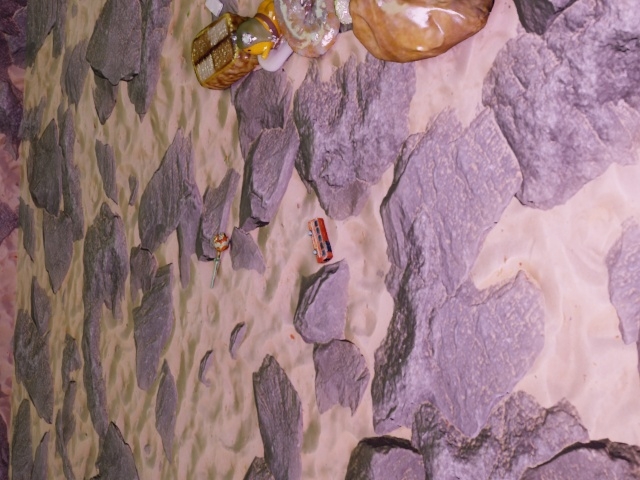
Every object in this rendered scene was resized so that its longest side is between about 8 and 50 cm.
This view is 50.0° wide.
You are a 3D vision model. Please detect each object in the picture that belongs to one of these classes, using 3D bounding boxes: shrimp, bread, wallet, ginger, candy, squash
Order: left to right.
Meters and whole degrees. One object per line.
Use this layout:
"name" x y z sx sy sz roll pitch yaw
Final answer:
"wallet" -0.317 -0.702 2.042 0.083 0.011 0.044 51 125 34
"candy" -0.303 0.060 2.004 0.056 0.049 0.185 -107 30 -61
"bread" -0.270 -0.534 1.931 0.222 0.096 0.182 -19 79 45
"shrimp" -0.047 -0.602 1.678 0.164 0.062 0.317 -23 87 20
"squash" 0.065 -0.618 1.590 0.069 0.069 0.239 0 89 47
"ginger" 0.188 -0.456 1.367 0.269 0.200 0.223 32 156 3

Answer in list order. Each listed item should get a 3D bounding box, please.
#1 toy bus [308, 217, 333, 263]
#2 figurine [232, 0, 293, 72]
"toy bus" 0.000 0.000 1.680 0.043 0.031 0.110 -28 69 36
"figurine" -0.147 -0.568 1.765 0.166 0.141 0.250 28 109 45
